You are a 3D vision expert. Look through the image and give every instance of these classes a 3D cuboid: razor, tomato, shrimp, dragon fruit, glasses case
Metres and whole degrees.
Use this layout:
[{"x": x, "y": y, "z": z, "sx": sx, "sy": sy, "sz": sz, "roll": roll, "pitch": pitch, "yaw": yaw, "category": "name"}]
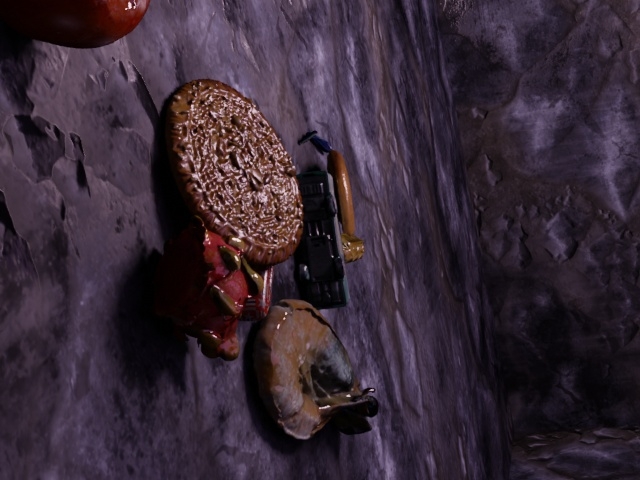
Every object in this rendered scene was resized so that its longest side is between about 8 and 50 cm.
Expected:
[{"x": -0.007, "y": -0.208, "z": 1.693, "sx": 0.028, "sy": 0.044, "sz": 0.154, "roll": 59, "pitch": 13, "yaw": 13, "category": "razor"}, {"x": -0.264, "y": -0.284, "z": 0.832, "sx": 0.187, "sy": 0.151, "sz": 0.187, "roll": 0, "pitch": 90, "yaw": -71, "category": "tomato"}, {"x": 0.000, "y": 0.260, "z": 1.447, "sx": 0.445, "sy": 0.110, "sz": 0.221, "roll": 48, "pitch": 45, "yaw": -52, "category": "shrimp"}, {"x": -0.148, "y": 0.075, "z": 1.061, "sx": 0.133, "sy": 0.150, "sz": 0.207, "roll": -127, "pitch": -160, "yaw": -58, "category": "dragon fruit"}, {"x": -0.108, "y": 0.040, "z": 1.254, "sx": 0.049, "sy": 0.073, "sz": 0.194, "roll": 71, "pitch": 17, "yaw": -52, "category": "glasses case"}]

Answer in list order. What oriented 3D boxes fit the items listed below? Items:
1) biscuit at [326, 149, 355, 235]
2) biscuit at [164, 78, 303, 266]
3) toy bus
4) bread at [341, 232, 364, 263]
[{"x": 0.040, "y": -0.111, "z": 1.650, "sx": 0.224, "sy": 0.033, "sz": 0.144, "roll": -108, "pitch": -169, "yaw": -66, "category": "biscuit"}, {"x": -0.117, "y": -0.106, "z": 1.218, "sx": 0.305, "sy": 0.038, "sz": 0.305, "roll": 38, "pitch": 39, "yaw": -41, "category": "biscuit"}, {"x": 0.000, "y": 0.000, "z": 1.559, "sx": 0.109, "sy": 0.091, "sz": 0.261, "roll": -8, "pitch": 92, "yaw": -81, "category": "toy bus"}, {"x": 0.051, "y": 0.017, "z": 1.730, "sx": 0.110, "sy": 0.060, "sz": 0.066, "roll": -10, "pitch": 79, "yaw": -67, "category": "bread"}]
